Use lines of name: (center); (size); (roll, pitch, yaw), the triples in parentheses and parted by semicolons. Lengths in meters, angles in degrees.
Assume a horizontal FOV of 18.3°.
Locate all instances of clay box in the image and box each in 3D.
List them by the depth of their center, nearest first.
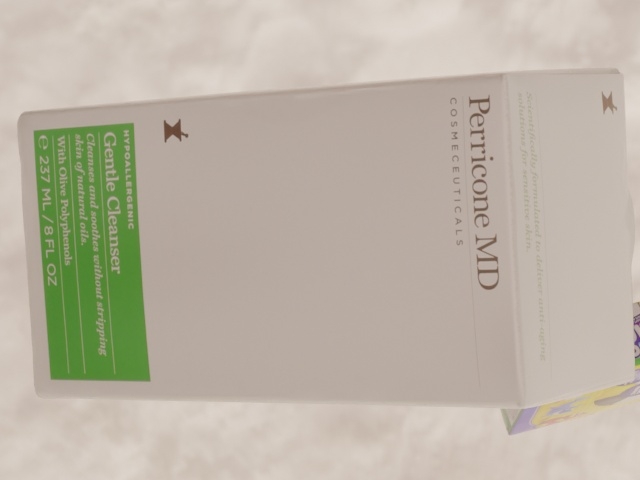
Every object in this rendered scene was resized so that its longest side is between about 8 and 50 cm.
clay box: (0.247, 0.083, 1.484); (0.222, 0.127, 0.053); (-13, 72, -7)

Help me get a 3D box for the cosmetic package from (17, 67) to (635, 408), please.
cosmetic package: (0.000, 0.000, 1.235); (0.365, 0.155, 0.197); (-3, 92, 36)
